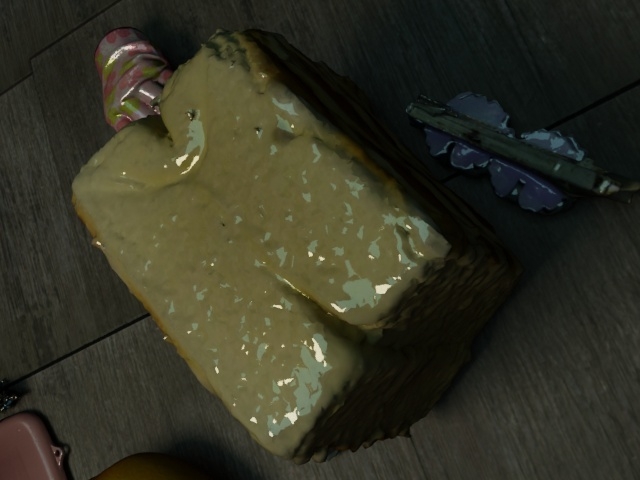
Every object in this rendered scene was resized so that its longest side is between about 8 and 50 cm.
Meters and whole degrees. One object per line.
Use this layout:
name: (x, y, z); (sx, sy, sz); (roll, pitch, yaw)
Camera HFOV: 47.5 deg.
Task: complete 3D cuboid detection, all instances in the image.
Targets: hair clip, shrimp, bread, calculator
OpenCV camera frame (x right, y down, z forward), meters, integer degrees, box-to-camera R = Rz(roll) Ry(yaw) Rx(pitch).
hair clip: (0.224, -0.102, 0.859); (0.292, 0.084, 0.106); (30, 100, 30)
shrimp: (-0.546, 0.256, 1.148); (0.174, 0.082, 0.076); (-27, 77, 26)
bread: (0.000, 0.000, 0.783); (0.279, 0.371, 0.390); (-49, 63, 15)
calculator: (-0.516, 0.409, 1.129); (0.329, 0.048, 0.220); (-38, 67, 13)

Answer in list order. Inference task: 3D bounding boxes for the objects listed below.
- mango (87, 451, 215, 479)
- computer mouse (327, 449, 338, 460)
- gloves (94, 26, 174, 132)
mango: (-0.182, 0.401, 0.917); (0.317, 0.173, 0.211); (32, 96, 18)
computer mouse: (-0.003, 0.212, 0.929); (0.079, 0.047, 0.135); (-6, 91, 35)
gloves: (-0.250, -0.191, 1.060); (0.145, 0.126, 0.241); (-36, 62, 10)
